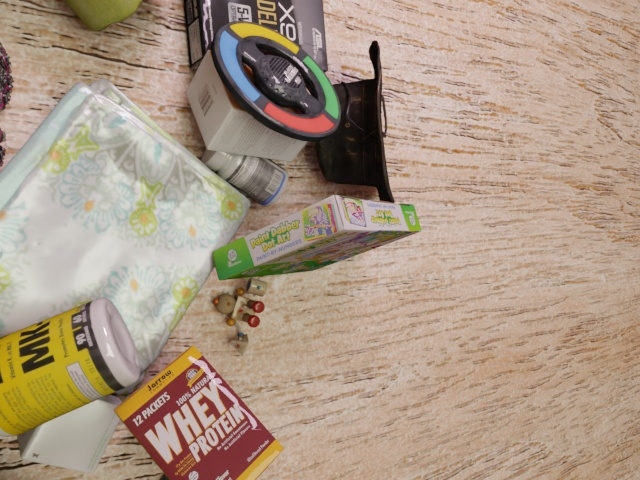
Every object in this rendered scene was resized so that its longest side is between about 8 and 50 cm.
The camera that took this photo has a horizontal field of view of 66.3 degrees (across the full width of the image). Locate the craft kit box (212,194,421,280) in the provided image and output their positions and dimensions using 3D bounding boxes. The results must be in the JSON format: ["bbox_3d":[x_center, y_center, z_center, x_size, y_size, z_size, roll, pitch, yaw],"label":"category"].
[{"bbox_3d":[0.000,0.000,0.796,0.247,0.250,0.061,3,69,-53],"label":"craft kit box"}]

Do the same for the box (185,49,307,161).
[{"bbox_3d":[-0.111,-0.214,0.803,0.170,0.091,0.130,-1,56,-43],"label":"box"}]

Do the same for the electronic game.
[{"bbox_3d":[-0.062,-0.248,0.759,0.229,0.048,0.229,24,46,-28],"label":"electronic game"}]

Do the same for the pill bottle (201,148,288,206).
[{"bbox_3d":[-0.130,-0.123,0.847,0.137,0.078,0.078,32,74,-30],"label":"pill bottle"}]

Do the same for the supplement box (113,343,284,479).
[{"bbox_3d":[-0.175,0.286,0.715,0.191,0.194,0.129,45,62,11],"label":"supplement box"}]

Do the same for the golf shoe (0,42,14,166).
[{"bbox_3d":[-0.452,-0.180,0.628,0.086,0.067,0.186,3,78,-10],"label":"golf shoe"}]

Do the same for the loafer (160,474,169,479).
[{"bbox_3d":[-0.258,0.506,0.775,0.096,0.084,0.267,26,77,-33],"label":"loafer"}]

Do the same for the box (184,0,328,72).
[{"bbox_3d":[-0.114,-0.446,0.847,0.242,0.076,0.307,-7,96,-34],"label":"box"}]

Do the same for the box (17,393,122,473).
[{"bbox_3d":[-0.354,0.257,0.699,0.102,0.087,0.101,32,74,-31],"label":"box"}]

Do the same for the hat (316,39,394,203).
[{"bbox_3d":[0.059,-0.192,0.920,0.134,0.331,0.331,-5,96,4],"label":"hat"}]

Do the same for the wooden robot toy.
[{"bbox_3d":[-0.144,0.107,0.854,0.079,0.076,0.173,20,80,-22],"label":"wooden robot toy"}]

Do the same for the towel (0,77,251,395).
[{"bbox_3d":[-0.311,-0.002,0.720,0.320,0.090,0.374,40,70,-28],"label":"towel"}]

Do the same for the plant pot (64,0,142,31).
[{"bbox_3d":[-0.295,-0.431,0.633,0.276,0.276,0.254,-45,126,-25],"label":"plant pot"}]

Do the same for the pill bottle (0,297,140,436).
[{"bbox_3d":[-0.344,0.163,0.601,0.209,0.119,0.119,-23,105,-13],"label":"pill bottle"}]
